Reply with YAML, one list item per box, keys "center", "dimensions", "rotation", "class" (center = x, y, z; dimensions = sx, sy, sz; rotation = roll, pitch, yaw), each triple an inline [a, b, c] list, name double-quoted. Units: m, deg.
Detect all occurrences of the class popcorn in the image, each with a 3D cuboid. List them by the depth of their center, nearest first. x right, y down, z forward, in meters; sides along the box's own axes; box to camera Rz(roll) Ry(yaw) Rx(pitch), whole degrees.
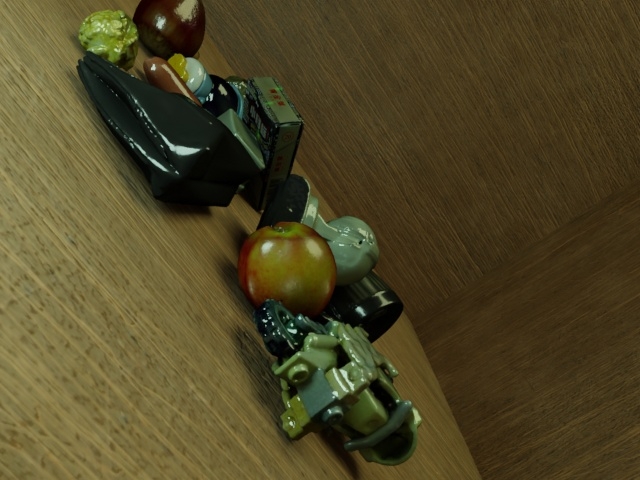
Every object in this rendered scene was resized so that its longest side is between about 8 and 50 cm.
- center: [-0.397, -0.384, 1.015]
  dimensions: [0.116, 0.106, 0.120]
  rotation: [50, 3, 36]
  class: "popcorn"

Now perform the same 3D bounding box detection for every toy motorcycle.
- center: [0.040, 0.249, 0.901]
  dimensions: [0.410, 0.168, 0.237]
  rotation: [41, 10, -43]
  class: "toy motorcycle"

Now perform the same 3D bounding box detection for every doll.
- center: [-0.302, -0.385, 1.464]
  dimensions: [0.314, 0.141, 0.177]
  rotation: [37, 36, -57]
  class: "doll"

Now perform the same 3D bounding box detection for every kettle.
- center: [0.036, 0.135, 1.351]
  dimensions: [0.271, 0.250, 0.207]
  rotation: [53, -24, 28]
  class: "kettle"

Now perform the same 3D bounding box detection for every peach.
- center: [-0.060, 0.064, 0.985]
  dimensions: [0.197, 0.197, 0.197]
  rotation: [54, 8, -11]
  class: "peach"

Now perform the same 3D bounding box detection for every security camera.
- center: [0.000, 0.000, 1.188]
  dimensions: [0.277, 0.197, 0.191]
  rotation: [22, -25, -11]
  class: "security camera"

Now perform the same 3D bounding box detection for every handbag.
- center: [-0.269, -0.201, 0.959]
  dimensions: [0.288, 0.152, 0.342]
  rotation: [45, 6, 5]
  class: "handbag"

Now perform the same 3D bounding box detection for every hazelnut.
- center: [-0.410, -0.609, 1.480]
  dimensions: [0.208, 0.208, 0.208]
  rotation: [54, 8, -11]
  class: "hazelnut"

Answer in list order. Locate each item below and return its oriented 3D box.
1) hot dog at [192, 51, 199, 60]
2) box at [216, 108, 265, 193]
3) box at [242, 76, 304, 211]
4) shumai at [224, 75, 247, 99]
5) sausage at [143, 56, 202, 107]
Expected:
- center: [-0.492, -0.673, 1.745]
  dimensions: [0.104, 0.076, 0.250]
  rotation: [37, -11, 42]
  class: "hot dog"
- center: [-0.224, -0.216, 1.278]
  dimensions: [0.148, 0.129, 0.210]
  rotation: [50, 11, -32]
  class: "box"
- center: [-0.147, -0.254, 1.434]
  dimensions: [0.198, 0.084, 0.310]
  rotation: [61, -31, 31]
  class: "box"
- center: [-0.289, -0.463, 1.878]
  dimensions: [0.256, 0.189, 0.218]
  rotation: [40, -5, -40]
  class: "shumai"
- center: [-0.356, -0.360, 1.287]
  dimensions: [0.194, 0.077, 0.077]
  rotation: [54, 8, -28]
  class: "sausage"
